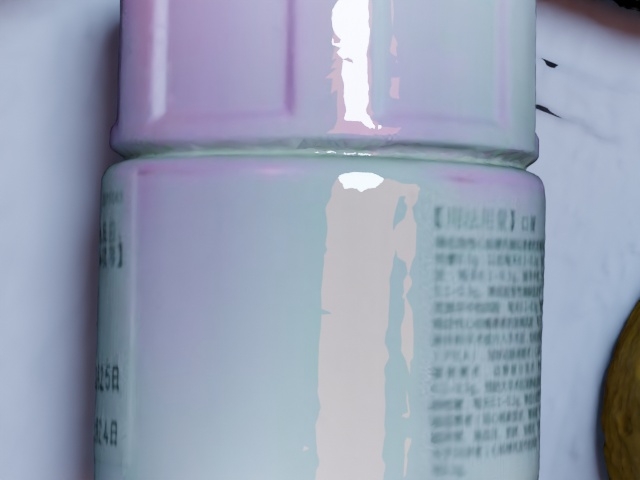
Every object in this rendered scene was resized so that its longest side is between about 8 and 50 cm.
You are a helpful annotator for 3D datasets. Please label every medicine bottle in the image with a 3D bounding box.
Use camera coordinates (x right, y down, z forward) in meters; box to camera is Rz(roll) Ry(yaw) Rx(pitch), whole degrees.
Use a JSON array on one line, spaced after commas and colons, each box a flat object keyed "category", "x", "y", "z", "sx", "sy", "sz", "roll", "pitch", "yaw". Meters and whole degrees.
[{"category": "medicine bottle", "x": 0.000, "y": 0.000, "z": 0.545, "sx": 0.135, "sy": 0.135, "sz": 0.168, "roll": 1, "pitch": 90, "yaw": -20}]

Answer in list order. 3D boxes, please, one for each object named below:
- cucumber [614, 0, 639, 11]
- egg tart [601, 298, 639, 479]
[{"category": "cucumber", "x": 0.124, "y": -0.106, "z": 0.623, "sx": 0.300, "sy": 0.072, "sz": 0.072, "roll": 18, "pitch": 83, "yaw": -21}, {"category": "egg tart", "x": 0.191, "y": 0.068, "z": 0.606, "sx": 0.202, "sy": 0.147, "sz": 0.203, "roll": 1, "pitch": 87, "yaw": -20}]
